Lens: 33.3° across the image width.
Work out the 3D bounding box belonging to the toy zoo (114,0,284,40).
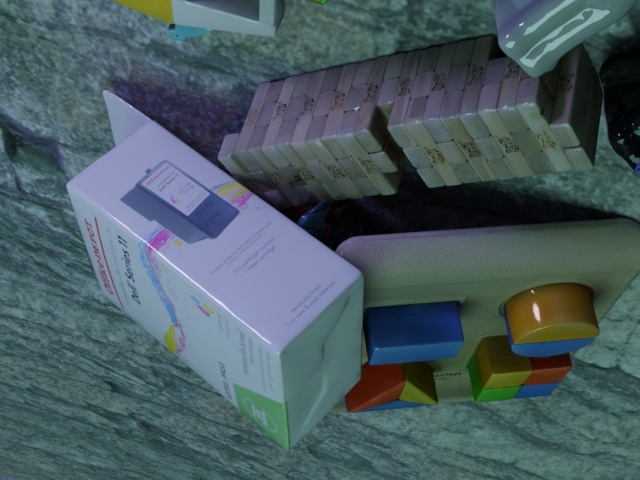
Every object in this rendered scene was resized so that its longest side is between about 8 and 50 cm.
[{"bbox_3d":[-0.120,-0.264,0.858,0.192,0.030,0.293,16,149,5],"label":"toy zoo"}]

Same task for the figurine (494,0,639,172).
[{"bbox_3d":[0.261,-0.170,0.767,0.215,0.092,0.209,35,137,-25],"label":"figurine"}]

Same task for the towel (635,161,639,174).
[{"bbox_3d":[0.397,-0.101,0.760,0.285,0.034,0.209,1,150,-10],"label":"towel"}]

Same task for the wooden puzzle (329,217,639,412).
[{"bbox_3d":[0.157,0.110,1.156,0.322,0.080,0.348,-4,148,-7],"label":"wooden puzzle"}]

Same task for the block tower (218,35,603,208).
[{"bbox_3d":[0.073,-0.104,0.954,0.335,0.097,0.091,-7,141,33],"label":"block tower"}]

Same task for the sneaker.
[{"bbox_3d":[0.000,0.000,1.148,0.262,0.104,0.125,23,147,-9],"label":"sneaker"}]

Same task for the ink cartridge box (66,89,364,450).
[{"bbox_3d":[-0.126,0.025,1.068,0.353,0.119,0.207,36,152,24],"label":"ink cartridge box"}]

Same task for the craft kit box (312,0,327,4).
[{"bbox_3d":[-0.088,-0.295,0.712,0.246,0.061,0.250,20,147,2],"label":"craft kit box"}]
